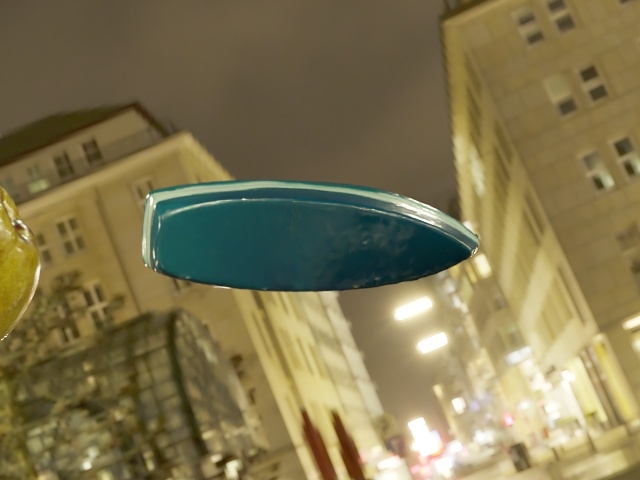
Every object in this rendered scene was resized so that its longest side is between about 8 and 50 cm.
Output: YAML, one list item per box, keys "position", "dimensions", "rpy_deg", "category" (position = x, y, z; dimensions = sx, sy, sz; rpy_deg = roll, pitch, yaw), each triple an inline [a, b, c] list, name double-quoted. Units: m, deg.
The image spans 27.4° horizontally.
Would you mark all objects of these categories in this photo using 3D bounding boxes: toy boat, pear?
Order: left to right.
- position: [-0.275, 0.018, 0.920]
  dimensions: [0.162, 0.148, 0.149]
  rpy_deg: [-25, -11, 15]
  category: "pear"
- position: [0.000, 0.000, 1.120]
  dimensions: [0.299, 0.096, 0.062]
  rpy_deg: [1, 10, -13]
  category: "toy boat"
